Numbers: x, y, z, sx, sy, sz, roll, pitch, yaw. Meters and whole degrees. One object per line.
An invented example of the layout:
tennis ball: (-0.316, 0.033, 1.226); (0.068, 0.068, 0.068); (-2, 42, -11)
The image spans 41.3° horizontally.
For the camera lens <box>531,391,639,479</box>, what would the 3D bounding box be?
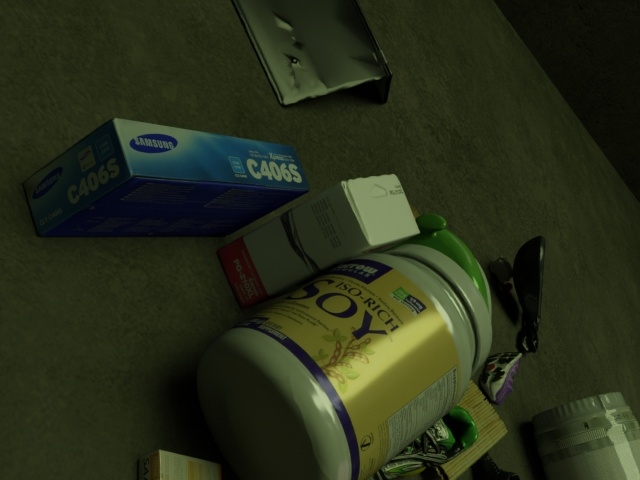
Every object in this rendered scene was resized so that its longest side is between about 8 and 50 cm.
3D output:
camera lens: (0.584, 0.480, 1.786); (0.219, 0.219, 0.274); (14, 55, -53)

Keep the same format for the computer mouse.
computer mouse: (0.495, 0.117, 2.032); (0.188, 0.072, 0.272); (-53, 144, -62)

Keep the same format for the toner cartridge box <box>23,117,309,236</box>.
toner cartridge box: (-0.179, -0.069, 1.081); (0.348, 0.165, 0.075); (0, 66, -58)

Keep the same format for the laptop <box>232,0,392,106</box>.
laptop: (-0.035, -0.453, 1.768); (0.408, 0.236, 0.381); (49, 16, -86)

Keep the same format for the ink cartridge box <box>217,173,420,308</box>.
ink cartridge box: (0.000, 0.000, 1.232); (0.172, 0.237, 0.100); (-14, 79, -60)

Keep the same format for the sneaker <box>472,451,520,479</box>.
sneaker: (0.326, 0.437, 1.546); (0.051, 0.089, 0.170); (38, 38, -36)

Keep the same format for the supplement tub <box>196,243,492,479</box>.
supplement tub: (0.039, 0.160, 1.070); (0.331, 0.241, 0.241); (-29, 92, -38)

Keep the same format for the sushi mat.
sushi mat: (0.247, 0.332, 1.546); (0.151, 0.019, 0.316); (54, 27, 15)

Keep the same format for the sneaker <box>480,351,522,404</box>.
sneaker: (0.385, 0.291, 1.803); (0.170, 0.068, 0.071); (-38, 115, -51)

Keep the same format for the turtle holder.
turtle holder: (0.147, 0.092, 1.445); (0.320, 0.243, 0.227); (34, -7, 35)

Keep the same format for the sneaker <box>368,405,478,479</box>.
sneaker: (0.102, 0.285, 1.248); (0.344, 0.146, 0.134); (2, 64, -49)

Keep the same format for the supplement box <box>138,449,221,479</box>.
supplement box: (-0.158, 0.279, 0.962); (0.098, 0.036, 0.062); (30, 43, -44)

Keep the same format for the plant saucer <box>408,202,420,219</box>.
plant saucer: (0.190, -0.040, 1.791); (0.083, 0.015, 0.083); (38, 37, -36)

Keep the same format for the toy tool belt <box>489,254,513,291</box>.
toy tool belt: (0.452, 0.079, 2.073); (0.051, 0.052, 0.083); (-27, 91, -52)
